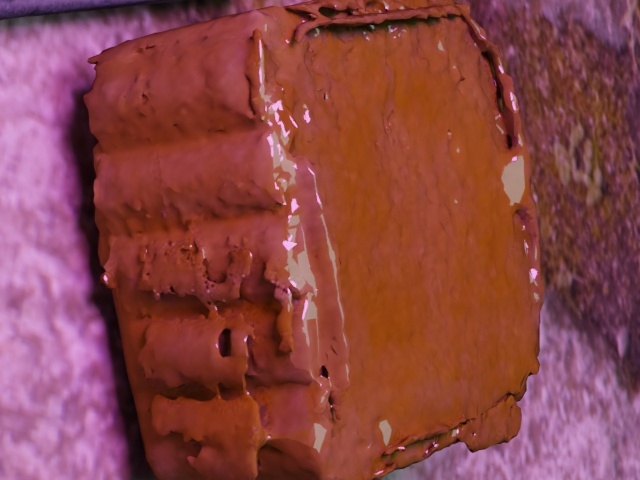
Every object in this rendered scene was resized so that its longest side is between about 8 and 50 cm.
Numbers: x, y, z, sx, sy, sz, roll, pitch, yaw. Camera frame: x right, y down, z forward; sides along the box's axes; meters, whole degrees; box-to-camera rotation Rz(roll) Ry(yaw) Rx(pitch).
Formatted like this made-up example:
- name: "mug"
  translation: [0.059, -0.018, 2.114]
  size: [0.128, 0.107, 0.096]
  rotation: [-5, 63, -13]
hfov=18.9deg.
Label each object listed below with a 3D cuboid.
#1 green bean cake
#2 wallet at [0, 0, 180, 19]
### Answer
- name: "green bean cake"
  translation: [0.000, 0.000, 0.908]
  size: [0.229, 0.131, 0.224]
  rotation: [-14, 98, -56]
- name: "wallet"
  translation: [-0.128, -0.243, 0.847]
  size: [0.251, 0.054, 0.290]
  rotation: [-13, 100, -49]
